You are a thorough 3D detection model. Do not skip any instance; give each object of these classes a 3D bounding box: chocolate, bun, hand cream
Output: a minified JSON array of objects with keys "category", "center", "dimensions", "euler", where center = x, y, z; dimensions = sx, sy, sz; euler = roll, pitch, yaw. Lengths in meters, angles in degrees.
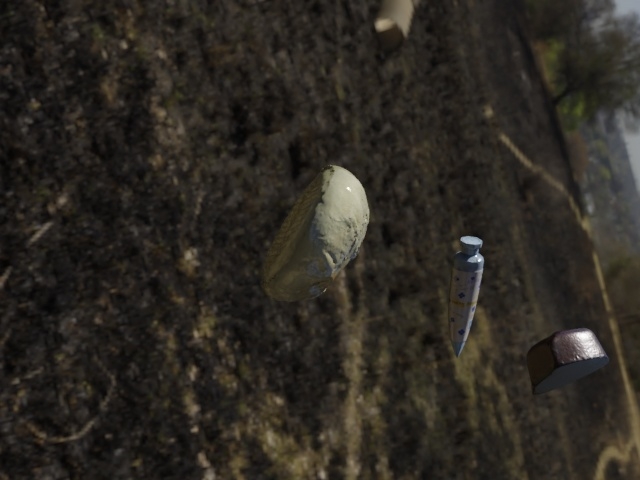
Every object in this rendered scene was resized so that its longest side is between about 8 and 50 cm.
[{"category":"chocolate","center":[0.416,0.203,1.715],"dimensions":[0.125,0.149,0.080],"euler":[24,41,-52]},{"category":"bun","center":[0.000,0.000,1.819],"dimensions":[0.146,0.287,0.287],"euler":[28,29,-7]},{"category":"hand cream","center":[0.202,0.078,1.386],"dimensions":[0.065,0.043,0.170],"euler":[-76,172,-69]}]
